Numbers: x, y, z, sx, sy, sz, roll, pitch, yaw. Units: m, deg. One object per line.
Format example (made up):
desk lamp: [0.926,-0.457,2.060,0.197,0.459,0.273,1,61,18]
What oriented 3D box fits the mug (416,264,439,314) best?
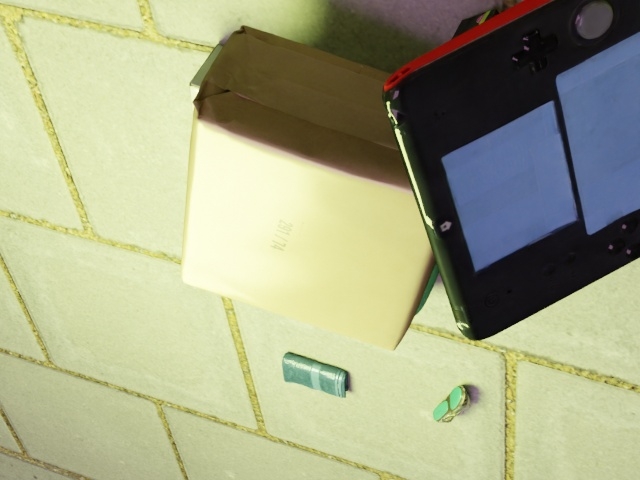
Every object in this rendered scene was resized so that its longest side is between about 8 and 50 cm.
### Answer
mug: [0.096,0.048,1.734,0.129,0.097,0.158,22,145,11]

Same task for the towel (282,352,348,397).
towel: [-0.010,0.233,2.103,0.119,0.029,0.067,16,142,18]

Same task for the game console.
game console: [0.258,-0.093,1.279,0.060,0.342,0.387,50,167,47]

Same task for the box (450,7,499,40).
box: [0.191,-0.207,1.378,0.052,0.062,0.083,-13,127,46]

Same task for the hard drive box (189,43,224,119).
hard drive box: [-0.047,-0.137,1.610,0.232,0.089,0.181,19,144,14]

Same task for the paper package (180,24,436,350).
paper package: [0.002,-0.054,1.458,0.309,0.168,0.325,19,143,4]

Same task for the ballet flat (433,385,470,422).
ballet flat: [0.221,0.265,1.980,0.041,0.041,0.114,31,146,-3]
